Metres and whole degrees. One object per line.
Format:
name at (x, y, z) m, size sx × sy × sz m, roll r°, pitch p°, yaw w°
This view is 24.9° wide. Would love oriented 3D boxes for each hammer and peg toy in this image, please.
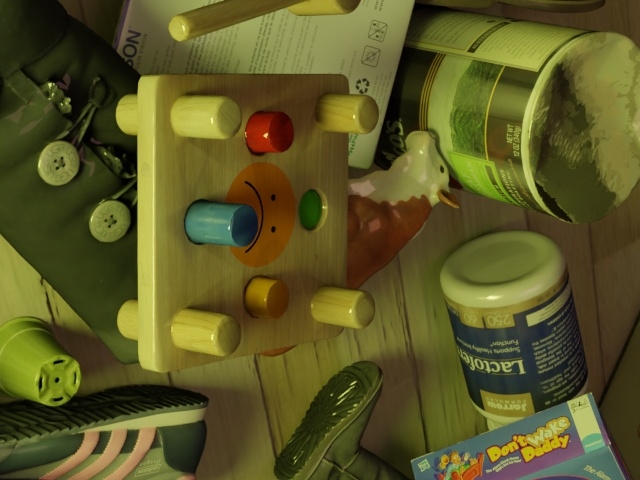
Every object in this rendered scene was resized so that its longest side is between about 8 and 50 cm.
hammer and peg toy at (-0.068, -0.076, 1.284) m, size 0.266 × 0.127 × 0.361 m, roll -9°, pitch 102°, yaw -49°

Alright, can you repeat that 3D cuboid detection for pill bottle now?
pill bottle at (0.247, 0.133, 1.785) m, size 0.153 × 0.153 × 0.264 m, roll -33°, pitch 122°, yaw -28°

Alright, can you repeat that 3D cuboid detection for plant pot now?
plant pot at (-0.270, 0.124, 1.394) m, size 0.083 × 0.079 × 0.083 m, roll -14°, pitch 113°, yaw -37°

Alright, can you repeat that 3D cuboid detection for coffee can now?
coffee can at (0.196, -0.144, 1.575) m, size 0.202 × 0.275 × 0.201 m, roll -13°, pitch 111°, yaw -37°

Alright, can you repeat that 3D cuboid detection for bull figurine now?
bull figurine at (0.000, 0.000, 1.513) m, size 0.188 × 0.101 × 0.310 m, roll 27°, pitch 111°, yaw -39°

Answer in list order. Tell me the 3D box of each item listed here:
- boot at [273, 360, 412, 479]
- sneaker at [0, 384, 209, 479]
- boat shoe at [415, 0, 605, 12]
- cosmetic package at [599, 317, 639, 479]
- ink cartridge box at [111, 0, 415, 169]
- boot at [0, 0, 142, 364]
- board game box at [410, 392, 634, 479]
boot at (0.060, 0.261, 1.720) m, size 0.208 × 0.076 × 0.189 m, roll 39°, pitch 92°, yaw -34°
sneaker at (-0.245, 0.225, 1.425) m, size 0.319 × 0.112 × 0.131 m, roll -2°, pitch 102°, yaw -39°
boat shoe at (0.221, -0.319, 1.653) m, size 0.307 × 0.111 × 0.104 m, roll -6°, pitch 108°, yaw -39°
cosmetic package at (0.507, 0.210, 2.045) m, size 0.153 × 0.129 × 0.296 m, roll 28°, pitch 85°, yaw -43°
ink cartridge box at (-0.051, -0.262, 1.463) m, size 0.330 × 0.071 × 0.324 m, roll 13°, pitch 95°, yaw -33°
boot at (-0.288, -0.025, 1.291) m, size 0.367 × 0.146 × 0.445 m, roll -43°, pitch 137°, yaw -2°
board game box at (0.284, 0.348, 1.813) m, size 0.233 × 0.078 × 0.347 m, roll -22°, pitch 137°, yaw 10°
